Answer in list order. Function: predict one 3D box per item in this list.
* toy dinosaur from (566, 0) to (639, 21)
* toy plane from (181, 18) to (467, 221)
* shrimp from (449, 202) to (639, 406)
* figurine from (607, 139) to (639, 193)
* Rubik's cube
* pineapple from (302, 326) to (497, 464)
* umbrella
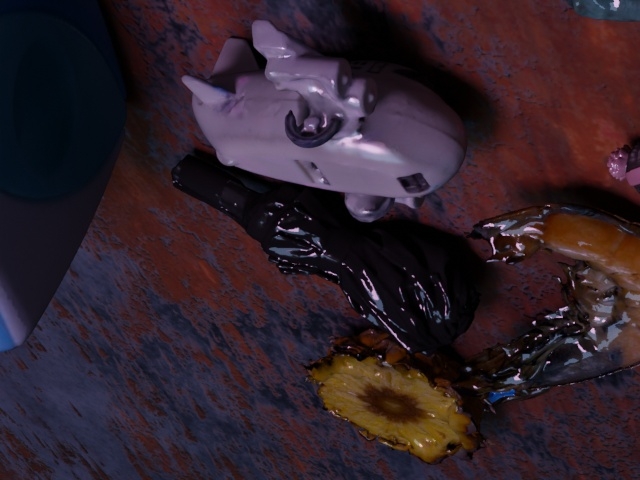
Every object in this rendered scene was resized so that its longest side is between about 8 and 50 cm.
[{"bbox_3d":[0.389,-0.100,1.041,0.383,0.129,0.331,33,162,-28],"label":"toy dinosaur"},{"bbox_3d":[0.004,-0.105,1.332,0.267,0.122,0.267,20,165,6],"label":"toy plane"},{"bbox_3d":[0.196,0.059,1.387,0.222,0.054,0.290,35,132,-25],"label":"shrimp"},{"bbox_3d":[0.296,-0.040,1.242,0.129,0.054,0.072,36,163,-19],"label":"figurine"},{"bbox_3d":[-0.405,-0.125,1.388,0.352,0.347,0.351,1,138,17],"label":"Rubik's cube"},{"bbox_3d":[0.088,0.160,1.662,0.225,0.076,0.224,22,149,14],"label":"pineapple"},{"bbox_3d":[0.000,0.000,1.514,0.340,0.118,0.118,27,148,19],"label":"umbrella"}]
